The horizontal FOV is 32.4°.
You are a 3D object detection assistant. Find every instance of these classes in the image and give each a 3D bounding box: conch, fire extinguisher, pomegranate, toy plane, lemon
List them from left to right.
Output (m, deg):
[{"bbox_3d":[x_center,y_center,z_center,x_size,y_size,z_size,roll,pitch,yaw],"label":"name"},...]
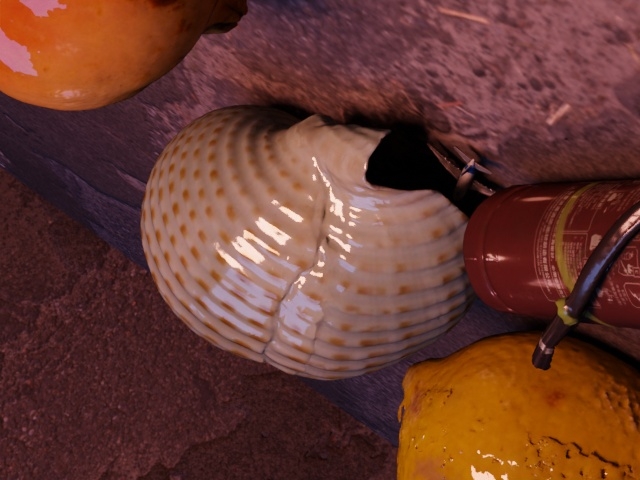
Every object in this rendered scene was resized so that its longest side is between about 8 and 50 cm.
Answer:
[{"bbox_3d":[-0.149,-0.182,0.667,0.209,0.209,0.209,34,166,10],"label":"pomegranate"},{"bbox_3d":[-0.009,0.014,0.956,0.303,0.215,0.319,28,177,-16],"label":"conch"},{"bbox_3d":[0.113,-0.048,0.854,0.078,0.024,0.084,36,173,10],"label":"toy plane"},{"bbox_3d":[0.204,0.215,1.017,0.310,0.258,0.258,34,166,7],"label":"lemon"},{"bbox_3d":[0.207,0.021,0.649,0.105,0.141,0.341,8,178,-23],"label":"fire extinguisher"}]
